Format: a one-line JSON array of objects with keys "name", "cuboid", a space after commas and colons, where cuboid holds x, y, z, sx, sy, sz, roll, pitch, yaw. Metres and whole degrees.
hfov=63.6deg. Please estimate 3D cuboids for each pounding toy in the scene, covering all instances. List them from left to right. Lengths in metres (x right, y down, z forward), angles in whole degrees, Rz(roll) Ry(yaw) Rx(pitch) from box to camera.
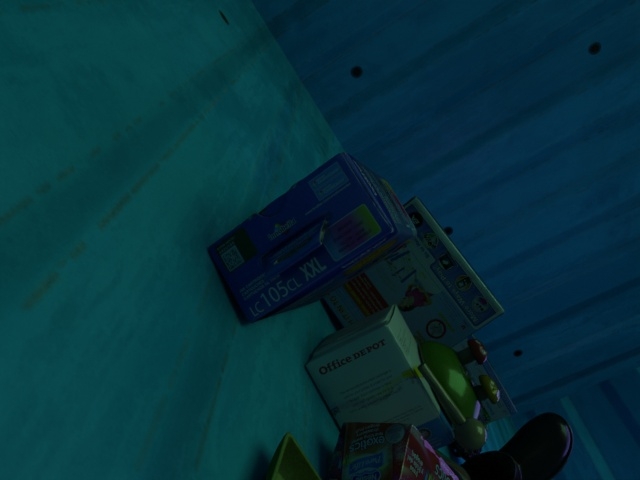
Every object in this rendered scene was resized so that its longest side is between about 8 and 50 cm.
[{"name": "pounding toy", "cuboid": [0.271, 0.259, 0.953, 0.183, 0.110, 0.237, 63, 12, 6]}]

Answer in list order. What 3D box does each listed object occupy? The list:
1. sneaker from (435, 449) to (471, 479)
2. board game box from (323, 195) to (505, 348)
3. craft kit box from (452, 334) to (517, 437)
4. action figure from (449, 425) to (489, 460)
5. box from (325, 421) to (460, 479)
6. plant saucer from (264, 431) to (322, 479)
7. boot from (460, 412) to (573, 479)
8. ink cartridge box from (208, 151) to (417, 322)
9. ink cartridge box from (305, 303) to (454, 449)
[{"name": "sneaker", "cuboid": [0.256, 0.486, 0.985, 0.121, 0.108, 0.302, 35, 2, -14]}, {"name": "board game box", "cuboid": [0.187, 0.114, 1.150, 0.308, 0.302, 0.086, 54, 14, 6]}, {"name": "craft kit box", "cuboid": [0.343, 0.389, 1.358, 0.250, 0.246, 0.061, 60, 12, -8]}, {"name": "action figure", "cuboid": [0.431, 0.563, 1.544, 0.276, 0.141, 0.164, 56, 4, -13]}, {"name": "box", "cuboid": [0.131, 0.401, 0.802, 0.257, 0.128, 0.123, 53, 43, -29]}, {"name": "plant saucer", "cuboid": [-0.025, 0.355, 0.593, 0.188, 0.045, 0.188, 59, 15, -9]}, {"name": "boot", "cuboid": [0.480, 0.564, 1.312, 0.146, 0.367, 0.445, 43, 1, 39]}, {"name": "ink cartridge box", "cuboid": [0.000, 0.000, 0.884, 0.151, 0.270, 0.395, 59, 14, 11]}, {"name": "ink cartridge box", "cuboid": [0.115, 0.269, 0.965, 0.233, 0.171, 0.168, 62, 14, 0]}]
